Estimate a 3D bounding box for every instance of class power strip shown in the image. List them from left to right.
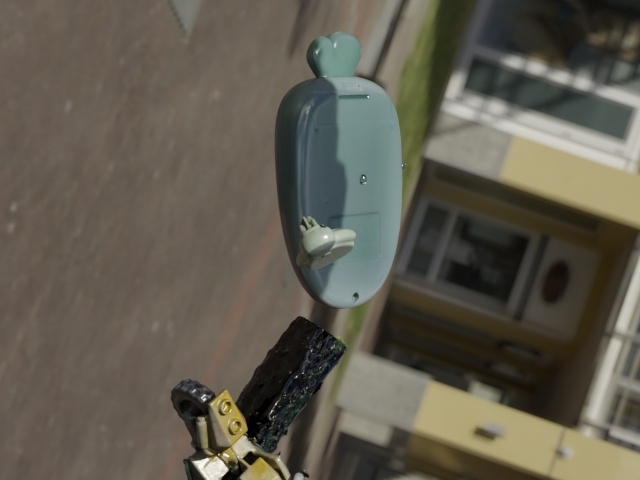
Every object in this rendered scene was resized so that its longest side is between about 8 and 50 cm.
[{"bbox_3d":[0.000,0.000,1.201,0.055,0.035,0.083,-29,167,6],"label":"power strip"}]

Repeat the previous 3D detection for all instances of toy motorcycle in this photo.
[{"bbox_3d":[-0.079,0.246,1.567,0.094,0.130,0.229,-40,121,-31],"label":"toy motorcycle"}]

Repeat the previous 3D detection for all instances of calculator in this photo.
[{"bbox_3d":[0.023,-0.075,1.563,0.185,0.041,0.299,-6,96,-48],"label":"calculator"}]

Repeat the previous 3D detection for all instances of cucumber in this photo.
[{"bbox_3d":[-0.080,0.225,1.682,0.081,0.072,0.303,36,88,-41],"label":"cucumber"}]
